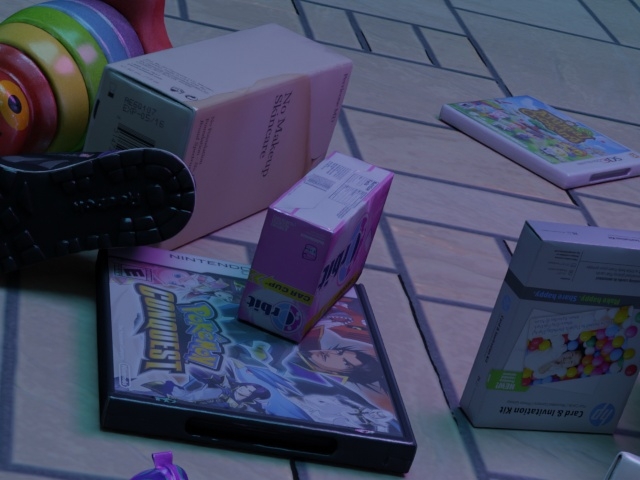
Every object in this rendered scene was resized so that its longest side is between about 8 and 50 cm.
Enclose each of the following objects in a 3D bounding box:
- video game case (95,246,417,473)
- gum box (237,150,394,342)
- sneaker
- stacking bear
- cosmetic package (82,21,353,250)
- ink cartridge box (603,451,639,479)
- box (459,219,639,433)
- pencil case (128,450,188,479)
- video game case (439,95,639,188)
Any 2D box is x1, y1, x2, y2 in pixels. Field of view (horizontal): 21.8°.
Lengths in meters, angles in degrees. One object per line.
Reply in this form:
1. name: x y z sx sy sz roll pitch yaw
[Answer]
1. video game case: -0.063 0.091 1.399 0.248 0.035 0.275 11 24 -14
2. gum box: 0.000 0.000 1.460 0.062 0.107 0.188 22 24 12
3. sneaker: -0.251 -0.030 1.463 0.283 0.107 0.124 -2 7 -4
4. stacking bear: -0.282 -0.149 1.648 0.164 0.175 0.289 -8 18 37
5. cosmetic package: -0.103 -0.109 1.666 0.113 0.160 0.309 27 27 21
6. ink cartridge box: 0.328 0.234 1.193 0.275 0.060 0.239 25 -2 19
7. box: 0.214 0.077 1.420 0.145 0.186 0.038 6 28 -24
8. pencil case: -0.074 0.208 1.087 0.064 0.070 0.152 -6 31 -41
9. video game case: 0.290 -0.130 2.139 0.212 0.023 0.193 33 28 34
